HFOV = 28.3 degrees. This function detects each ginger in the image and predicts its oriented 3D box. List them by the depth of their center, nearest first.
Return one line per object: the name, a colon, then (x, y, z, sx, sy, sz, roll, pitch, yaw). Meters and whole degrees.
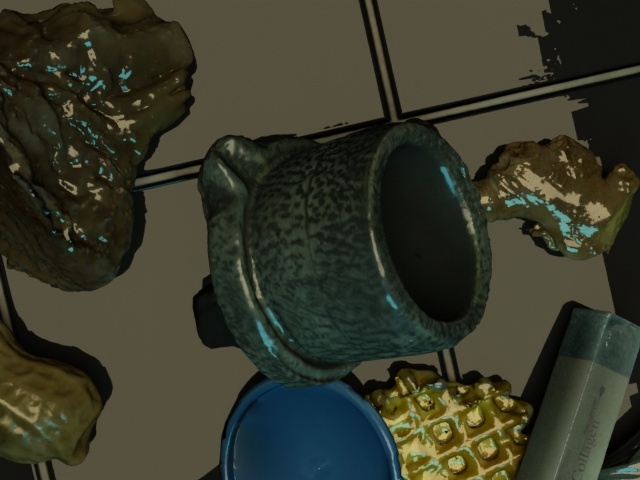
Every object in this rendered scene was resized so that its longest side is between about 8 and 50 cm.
ginger: (0.264, -0.059, 1.495, 0.213, 0.074, 0.137, 17, 92, 2)

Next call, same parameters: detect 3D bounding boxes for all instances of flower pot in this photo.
flower pot: (0.000, 0.000, 1.365, 0.282, 0.299, 0.299, -15, 95, 36)

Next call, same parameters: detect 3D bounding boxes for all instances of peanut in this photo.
peanut: (-0.388, 0.157, 1.422, 0.291, 0.143, 0.159, 17, 101, -7)

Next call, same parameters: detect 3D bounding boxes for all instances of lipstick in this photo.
lipstick: (0.287, 0.238, 1.475, 0.066, 0.068, 0.317, 25, 80, -28)

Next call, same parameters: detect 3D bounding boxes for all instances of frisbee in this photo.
frisbee: (-0.008, 0.267, 1.464, 0.242, 0.045, 0.242, 4, 97, 29)

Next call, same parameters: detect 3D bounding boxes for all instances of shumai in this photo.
shumai: (-0.295, -0.138, 1.433, 0.346, 0.217, 0.283, 51, 56, -17)

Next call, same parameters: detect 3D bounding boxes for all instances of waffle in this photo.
waffle: (0.139, 0.287, 1.505, 0.262, 0.060, 0.281, 19, 91, -4)

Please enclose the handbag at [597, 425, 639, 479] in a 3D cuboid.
handbag: (0.446, 0.285, 1.525, 0.332, 0.075, 0.192, -38, 98, -5)
